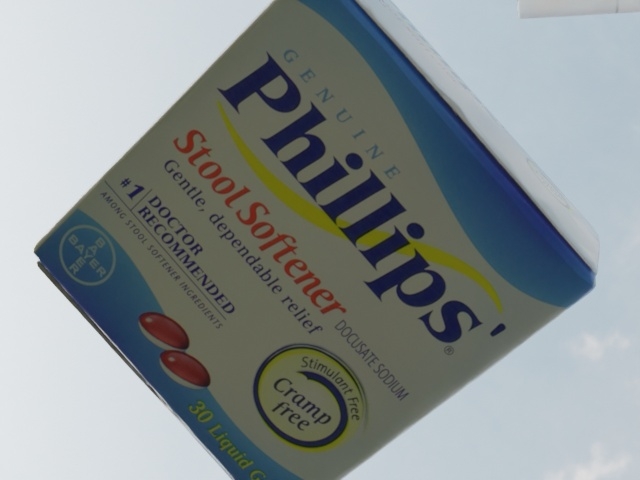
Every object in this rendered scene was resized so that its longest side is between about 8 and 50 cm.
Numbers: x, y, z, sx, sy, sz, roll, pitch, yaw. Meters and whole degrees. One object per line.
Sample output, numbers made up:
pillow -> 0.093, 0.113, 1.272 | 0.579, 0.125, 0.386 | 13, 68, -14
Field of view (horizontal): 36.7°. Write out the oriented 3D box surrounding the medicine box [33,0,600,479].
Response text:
medicine box -> 0.000, 0.000, 0.682 | 0.289, 0.149, 0.263 | -42, -90, 21

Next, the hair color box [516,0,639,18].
hair color box -> 0.300, -0.248, 0.627 | 0.347, 0.174, 0.105 | 0, -120, 15
